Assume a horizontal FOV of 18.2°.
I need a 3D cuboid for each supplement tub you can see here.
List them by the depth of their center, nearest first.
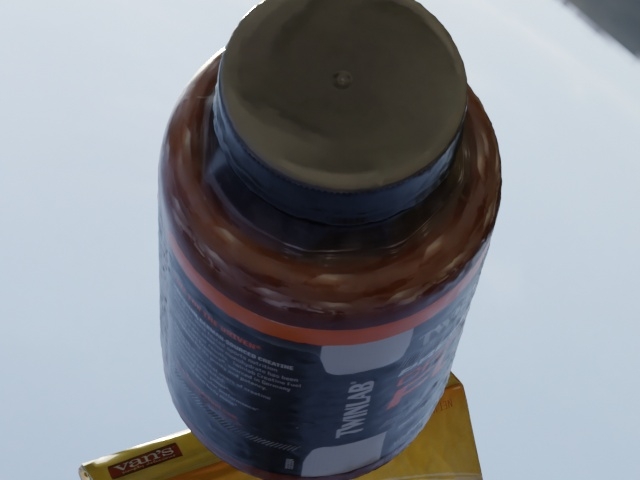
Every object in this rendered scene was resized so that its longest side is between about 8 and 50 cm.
[{"bbox_3d":[0.000,0.000,0.634,0.106,0.198,0.106,2,-116,-3],"label":"supplement tub"}]

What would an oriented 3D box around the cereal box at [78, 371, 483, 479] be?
[{"bbox_3d":[0.003,0.187,0.915,0.047,0.173,0.240,-134,28,-66],"label":"cereal box"}]
